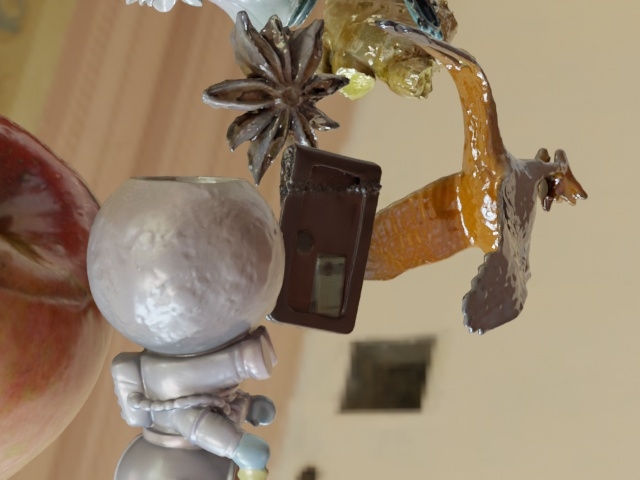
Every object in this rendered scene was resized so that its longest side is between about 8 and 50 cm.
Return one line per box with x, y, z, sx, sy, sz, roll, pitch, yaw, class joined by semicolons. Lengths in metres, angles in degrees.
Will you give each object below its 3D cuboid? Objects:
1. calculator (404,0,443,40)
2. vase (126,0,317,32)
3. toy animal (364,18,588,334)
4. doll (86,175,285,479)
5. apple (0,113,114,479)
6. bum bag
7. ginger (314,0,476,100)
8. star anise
0.090;-0.266;1.850;0.094;0.019;0.141;21;-138;-58;calculator
-0.194;-0.381;1.987;0.445;0.250;0.250;31;-124;-13;vase
0.149;-0.080;1.803;0.302;0.225;0.284;-8;-72;-46;toy animal
-0.097;0.097;1.301;0.151;0.151;0.287;-9;-78;-56;doll
-0.361;0.058;1.506;0.364;0.364;0.363;9;-101;-55;apple
0.000;0.000;1.576;0.109;0.026;0.159;14;-95;-42;bum bag
0.091;-0.249;2.263;0.102;0.216;0.157;73;-146;-55;ginger
-0.050;-0.146;1.884;0.195;0.065;0.182;2;-92;-43;star anise
